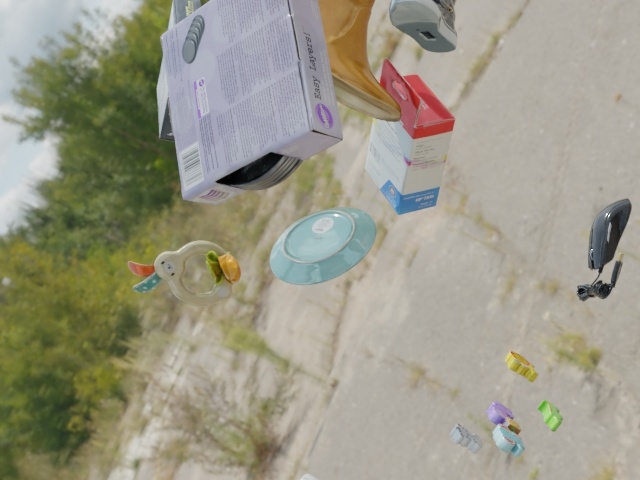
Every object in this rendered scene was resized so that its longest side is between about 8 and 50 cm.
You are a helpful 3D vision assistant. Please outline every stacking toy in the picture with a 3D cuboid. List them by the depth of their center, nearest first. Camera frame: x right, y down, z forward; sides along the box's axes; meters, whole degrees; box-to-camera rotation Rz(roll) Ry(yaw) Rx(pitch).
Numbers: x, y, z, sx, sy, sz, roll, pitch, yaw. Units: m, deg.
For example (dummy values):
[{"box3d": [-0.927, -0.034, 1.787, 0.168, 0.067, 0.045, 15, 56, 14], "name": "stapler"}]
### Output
[{"box3d": [0.272, 0.277, 1.420, 0.167, 0.052, 0.221, -57, 10, 14], "name": "stacking toy"}]

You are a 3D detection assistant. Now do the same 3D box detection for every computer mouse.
[{"box3d": [0.650, 0.013, 2.183, 0.184, 0.060, 0.262, 164, 129, -86], "name": "computer mouse"}]

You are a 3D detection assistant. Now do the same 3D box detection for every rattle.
[{"box3d": [-0.254, 0.066, 1.755, 0.143, 0.199, 0.130, -116, 35, -70], "name": "rattle"}]

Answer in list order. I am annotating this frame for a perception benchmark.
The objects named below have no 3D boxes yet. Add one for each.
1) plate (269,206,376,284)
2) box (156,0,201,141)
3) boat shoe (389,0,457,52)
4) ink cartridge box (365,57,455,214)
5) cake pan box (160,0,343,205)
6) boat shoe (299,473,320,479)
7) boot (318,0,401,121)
[{"box3d": [0.000, 0.000, 1.571, 0.188, 0.024, 0.188, -17, 37, 13], "name": "plate"}, {"box3d": [-0.281, -0.342, 1.904, 0.183, 0.059, 0.233, -104, 25, -46], "name": "box"}, {"box3d": [0.137, -0.316, 1.265, 0.183, 0.065, 0.083, 20, -109, -67], "name": "boat shoe"}, {"box3d": [0.146, -0.174, 1.560, 0.231, 0.078, 0.134, 98, 151, -43], "name": "ink cartridge box"}, {"box3d": [-0.096, -0.200, 1.241, 0.245, 0.070, 0.267, -26, 67, 39], "name": "cake pan box"}, {"box3d": [-0.007, 0.412, 1.370, 0.301, 0.102, 0.108, 51, -120, -81], "name": "boat shoe"}, {"box3d": [0.049, -0.332, 1.482, 0.211, 0.295, 0.104, -55, -17, -6], "name": "boot"}]
